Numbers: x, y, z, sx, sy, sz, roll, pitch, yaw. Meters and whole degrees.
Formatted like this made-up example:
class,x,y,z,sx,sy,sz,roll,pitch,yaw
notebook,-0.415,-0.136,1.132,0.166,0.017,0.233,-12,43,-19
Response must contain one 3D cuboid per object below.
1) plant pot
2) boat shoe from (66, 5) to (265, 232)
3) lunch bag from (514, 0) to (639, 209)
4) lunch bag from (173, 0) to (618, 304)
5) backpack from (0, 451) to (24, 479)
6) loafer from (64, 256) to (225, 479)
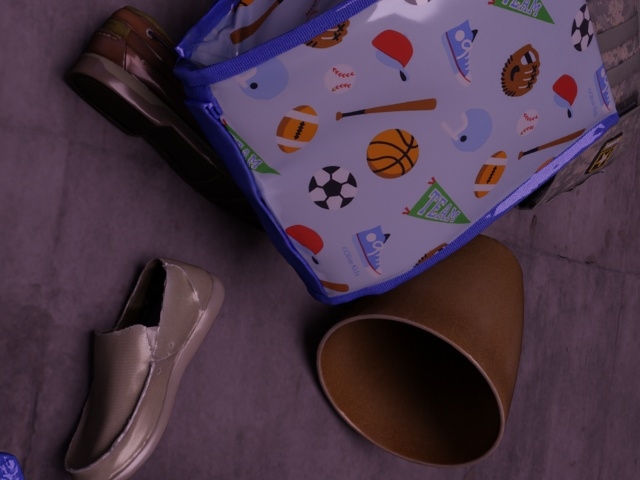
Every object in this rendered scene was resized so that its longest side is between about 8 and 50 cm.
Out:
class,x,y,z,sx,sy,sz,roll,pitch,yaw
plant pot,0.159,0.110,1.251,0.254,0.237,0.237,-50,122,-43
boat shoe,-0.117,-0.121,1.066,0.307,0.111,0.104,42,67,-33
lunch bag,0.351,-0.202,1.423,0.235,0.169,0.286,-28,116,-40
lunch bag,0.071,-0.160,1.026,0.385,0.239,0.327,-41,127,-13
backpack,-0.308,0.207,0.842,0.098,0.120,0.101,-17,93,-37
loafer,-0.195,0.129,1.024,0.092,0.102,0.268,43,56,-31
